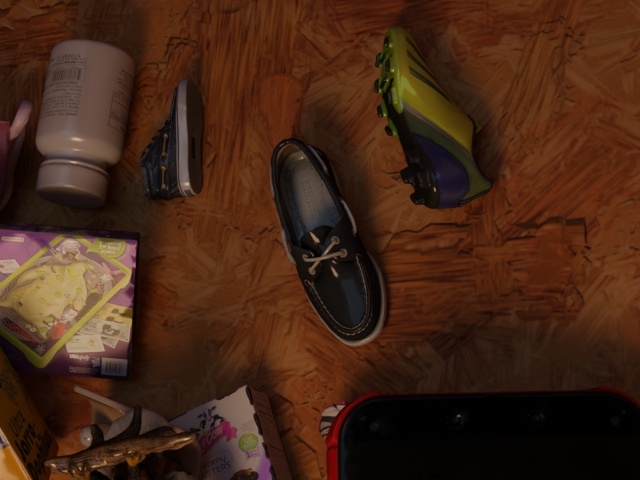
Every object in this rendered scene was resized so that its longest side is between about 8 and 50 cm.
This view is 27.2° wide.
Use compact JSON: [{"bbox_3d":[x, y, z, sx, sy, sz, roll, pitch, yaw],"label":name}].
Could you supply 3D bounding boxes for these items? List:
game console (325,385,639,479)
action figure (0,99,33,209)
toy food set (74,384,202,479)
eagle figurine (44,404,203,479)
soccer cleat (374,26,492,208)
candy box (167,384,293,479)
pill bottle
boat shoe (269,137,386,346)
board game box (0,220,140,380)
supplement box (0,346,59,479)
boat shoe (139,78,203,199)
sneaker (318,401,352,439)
[{"bbox_3d":[0.203,0.337,1.507,0.386,0.060,0.342,-1,74,-3],"label":"game console"},{"bbox_3d":[-0.531,0.004,1.988,0.275,0.248,0.370,-13,70,-21],"label":"action figure"},{"bbox_3d":[-0.283,0.364,1.731,0.219,0.092,0.306,13,90,40],"label":"toy food set"},{"bbox_3d":[-0.214,0.367,1.583,0.225,0.298,0.226,-31,24,-29],"label":"eagle figurine"},{"bbox_3d":[0.152,-0.169,1.804,0.121,0.093,0.289,-8,61,-13],"label":"soccer cleat"},{"bbox_3d":[-0.127,0.314,1.747,0.165,0.070,0.196,-25,65,14],"label":"candy box"},{"bbox_3d":[-0.354,-0.171,1.970,0.131,0.131,0.229,-1,72,22],"label":"pill bottle"},{"bbox_3d":[0.000,0.000,1.790,0.114,0.091,0.302,-30,64,11],"label":"boat shoe"},{"bbox_3d":[-0.429,0.078,1.838,0.346,0.056,0.208,5,109,-2],"label":"board game box"},{"bbox_3d":[-0.559,0.311,1.761,0.356,0.194,0.195,-27,103,2],"label":"supplement box"},{"bbox_3d":[-0.222,-0.149,1.946,0.083,0.065,0.183,-7,71,18],"label":"boat shoe"},{"bbox_3d":[0.122,0.284,1.630,0.299,0.121,0.112,23,84,26],"label":"sneaker"}]
